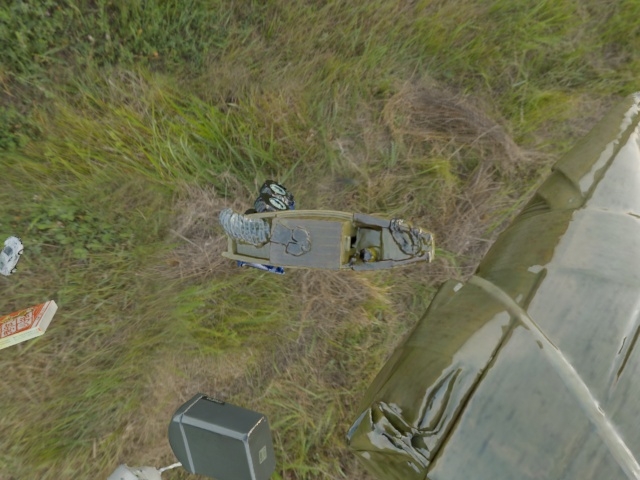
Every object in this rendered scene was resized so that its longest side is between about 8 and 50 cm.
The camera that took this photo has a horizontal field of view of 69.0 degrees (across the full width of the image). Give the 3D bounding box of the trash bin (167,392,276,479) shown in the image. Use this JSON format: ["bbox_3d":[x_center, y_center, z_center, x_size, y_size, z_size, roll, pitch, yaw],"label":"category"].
[{"bbox_3d":[-0.226,0.447,1.042,0.236,0.101,0.177,2,109,28],"label":"trash bin"}]

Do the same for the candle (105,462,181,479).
[{"bbox_3d":[-0.522,0.719,1.280,0.187,0.187,0.330,48,54,-6],"label":"candle"}]

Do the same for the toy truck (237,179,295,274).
[{"bbox_3d":[-0.091,-0.020,0.909,0.126,0.208,0.113,31,113,-13],"label":"toy truck"}]

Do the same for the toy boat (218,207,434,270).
[{"bbox_3d":[0.000,0.000,0.669,0.320,0.121,0.089,3,92,16],"label":"toy boat"}]

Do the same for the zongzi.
[{"bbox_3d":[0.327,0.152,0.360,0.500,0.218,0.467,41,94,25],"label":"zongzi"}]

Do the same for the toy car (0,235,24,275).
[{"bbox_3d":[-0.659,0.031,0.987,0.041,0.025,0.093,35,110,7],"label":"toy car"}]

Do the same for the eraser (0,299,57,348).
[{"bbox_3d":[-0.967,0.276,1.464,0.230,0.157,0.038,-19,117,-5],"label":"eraser"}]
